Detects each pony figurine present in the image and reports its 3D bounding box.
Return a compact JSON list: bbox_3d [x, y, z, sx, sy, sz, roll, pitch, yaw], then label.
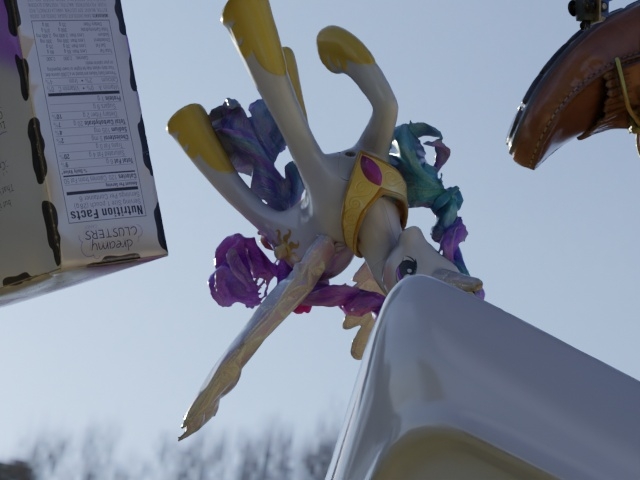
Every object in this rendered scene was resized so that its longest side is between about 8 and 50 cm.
[{"bbox_3d":[0.000,0.000,1.595,0.303,0.363,0.351,-19,-21,-31],"label":"pony figurine"}]

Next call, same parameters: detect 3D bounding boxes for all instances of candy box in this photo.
[{"bbox_3d":[-0.170,-0.067,0.938,0.070,0.196,0.165,-8,-5,-42],"label":"candy box"}]

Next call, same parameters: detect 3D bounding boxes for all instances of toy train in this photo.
[{"bbox_3d":[0.228,-0.251,1.488,0.036,0.158,0.027,8,-8,-34],"label":"toy train"}]

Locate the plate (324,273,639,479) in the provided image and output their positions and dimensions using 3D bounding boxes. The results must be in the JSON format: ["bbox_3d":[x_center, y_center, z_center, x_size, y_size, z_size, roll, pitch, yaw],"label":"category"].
[{"bbox_3d":[0.086,0.188,0.657,0.278,0.277,0.045,26,15,30],"label":"plate"}]

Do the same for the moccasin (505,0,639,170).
[{"bbox_3d":[0.360,-0.179,2.016,0.147,0.380,0.139,47,-37,18],"label":"moccasin"}]
